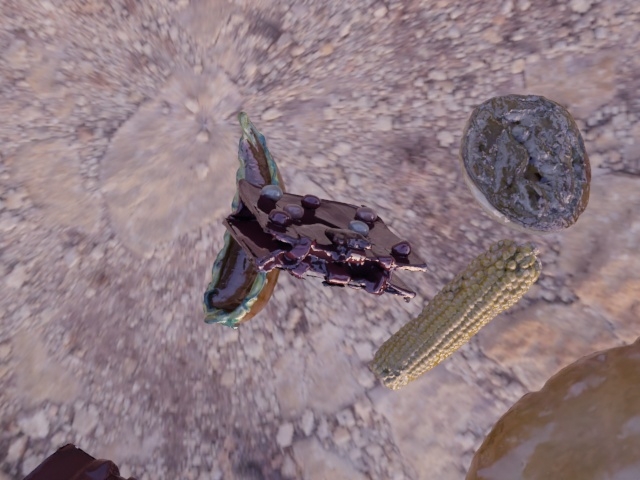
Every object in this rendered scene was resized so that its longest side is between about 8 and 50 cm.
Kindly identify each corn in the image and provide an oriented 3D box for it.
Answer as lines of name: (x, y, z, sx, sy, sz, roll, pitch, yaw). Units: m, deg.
corn: (0.190, 0.100, 1.755, 0.288, 0.086, 0.086, -39, 97, -4)

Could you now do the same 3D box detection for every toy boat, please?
toy boat: (-0.094, -0.023, 1.717, 0.099, 0.108, 0.292, 12, 86, -41)

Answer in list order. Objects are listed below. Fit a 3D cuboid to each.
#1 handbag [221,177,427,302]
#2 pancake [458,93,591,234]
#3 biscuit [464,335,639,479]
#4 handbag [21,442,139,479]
handbag: (0.001, -0.003, 1.489, 0.203, 0.216, 0.074, 13, 102, -20)
pancake: (0.208, -0.076, 1.264, 0.158, 0.028, 0.158, 6, 75, -24)
biscuit: (0.336, 0.280, 1.161, 0.429, 0.104, 0.446, -11, 52, 17)
handbag: (-0.273, 0.365, 1.343, 0.275, 0.260, 0.084, -43, 141, -32)
